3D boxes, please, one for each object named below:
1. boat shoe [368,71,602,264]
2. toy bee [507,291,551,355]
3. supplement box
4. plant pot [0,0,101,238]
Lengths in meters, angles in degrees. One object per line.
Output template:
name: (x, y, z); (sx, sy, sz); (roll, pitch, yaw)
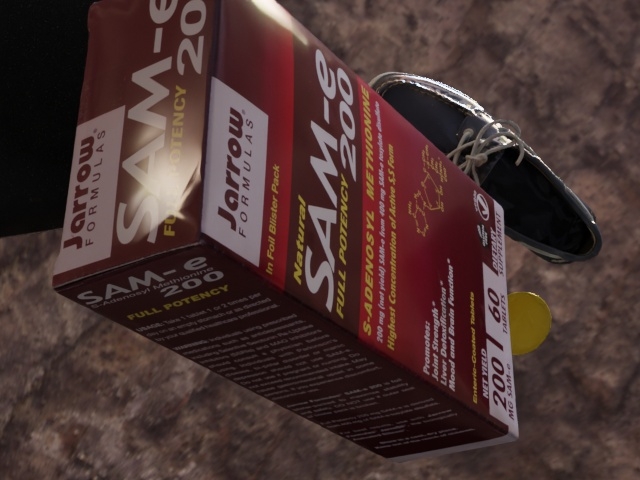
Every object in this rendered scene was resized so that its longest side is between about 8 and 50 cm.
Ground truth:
boat shoe: (0.146, -0.062, 1.059); (0.254, 0.079, 0.095); (40, -87, -9)
toy bee: (0.092, 0.083, 0.965); (0.195, 0.298, 0.162); (-10, -94, 14)
supplement box: (0.000, 0.000, 0.509); (0.239, 0.073, 0.130); (34, -132, -47)
plant pot: (-0.165, -0.124, 0.708); (0.187, 0.167, 0.188); (-10, -149, -28)
